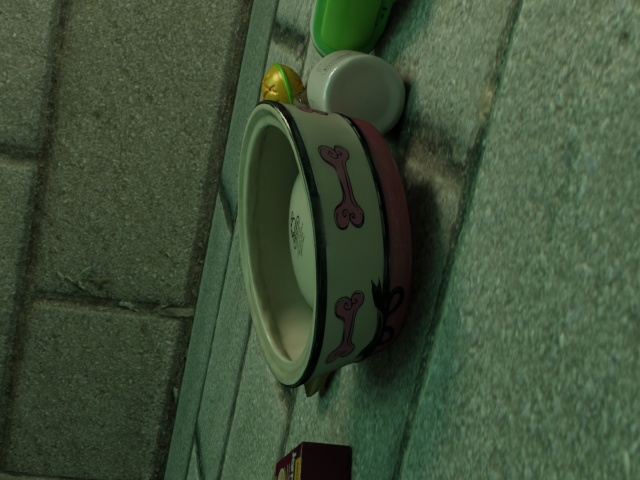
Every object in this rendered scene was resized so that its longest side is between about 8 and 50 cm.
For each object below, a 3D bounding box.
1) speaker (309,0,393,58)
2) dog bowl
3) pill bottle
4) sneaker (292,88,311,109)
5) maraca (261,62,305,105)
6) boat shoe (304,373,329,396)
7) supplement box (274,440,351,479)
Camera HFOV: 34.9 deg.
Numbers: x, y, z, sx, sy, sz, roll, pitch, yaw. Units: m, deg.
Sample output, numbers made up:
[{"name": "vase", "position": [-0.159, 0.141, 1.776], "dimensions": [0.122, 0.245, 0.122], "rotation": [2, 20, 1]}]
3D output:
[{"name": "speaker", "position": [0.055, -0.406, 1.666], "dimensions": [0.296, 0.131, 0.131], "rotation": [108, 168, -70]}, {"name": "dog bowl", "position": [0.000, 0.000, 1.463], "dimensions": [0.408, 0.150, 0.408], "rotation": [174, 90, -73]}, {"name": "pill bottle", "position": [0.048, -0.239, 1.639], "dimensions": [0.229, 0.131, 0.131], "rotation": [-127, 48, -73]}, {"name": "sneaker", "position": [-0.004, -0.292, 2.115], "dimensions": [0.071, 0.066, 0.188], "rotation": [-61, 22, 10]}, {"name": "maraca", "position": [-0.082, -0.325, 2.385], "dimensions": [0.127, 0.099, 0.186], "rotation": [-143, 38, -72]}, {"name": "boat shoe", "position": [0.000, 0.223, 1.749], "dimensions": [0.153, 0.048, 0.056], "rotation": [104, 156, -51]}, {"name": "supplement box", "position": [-0.017, 0.387, 1.599], "dimensions": [0.188, 0.080, 0.104], "rotation": [124, 152, -62]}]
